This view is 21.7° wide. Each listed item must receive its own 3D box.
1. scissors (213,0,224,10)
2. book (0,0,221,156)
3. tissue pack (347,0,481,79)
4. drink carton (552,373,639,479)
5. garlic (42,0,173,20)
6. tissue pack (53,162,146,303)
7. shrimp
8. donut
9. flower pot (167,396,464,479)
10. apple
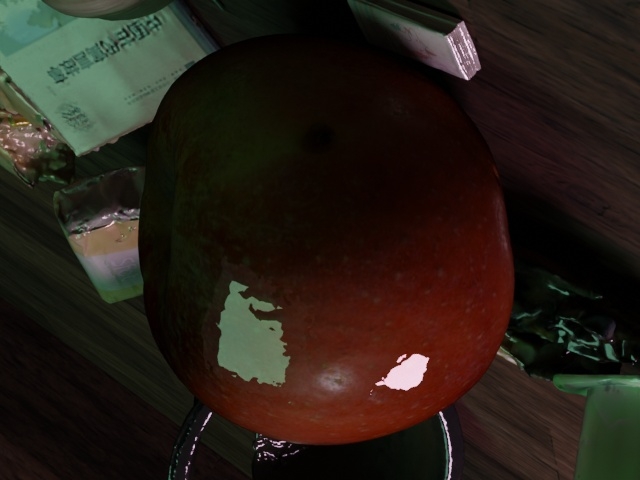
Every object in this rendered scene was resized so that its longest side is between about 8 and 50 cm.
[{"bbox_3d":[-0.117,-0.242,1.541,0.083,0.006,0.036,47,164,-24],"label":"scissors"},{"bbox_3d":[-0.243,-0.225,1.629,0.215,0.025,0.282,-24,122,28],"label":"book"},{"bbox_3d":[0.072,-0.162,1.299,0.108,0.023,0.056,28,159,37],"label":"tissue pack"},{"bbox_3d":[0.286,0.200,1.472,0.146,0.142,0.144,23,161,-37],"label":"drink carton"},{"bbox_3d":[-0.126,-0.269,1.238,0.212,0.218,0.218,-1,145,22],"label":"garlic"},{"bbox_3d":[-0.217,-0.012,2.071,0.222,0.186,0.090,79,177,-66],"label":"tissue pack"},{"bbox_3d":[0.192,0.076,1.571,0.272,0.085,0.445,43,164,-32],"label":"shrimp"},{"bbox_3d":[-0.356,-0.209,1.902,0.307,0.150,0.371,41,163,-8],"label":"donut"},{"bbox_3d":[-0.023,0.241,2.137,0.379,0.379,0.251,48,-177,-24],"label":"flower pot"},{"bbox_3d":[0.000,0.000,1.385,0.277,0.348,0.348,0,172,-15],"label":"apple"}]
